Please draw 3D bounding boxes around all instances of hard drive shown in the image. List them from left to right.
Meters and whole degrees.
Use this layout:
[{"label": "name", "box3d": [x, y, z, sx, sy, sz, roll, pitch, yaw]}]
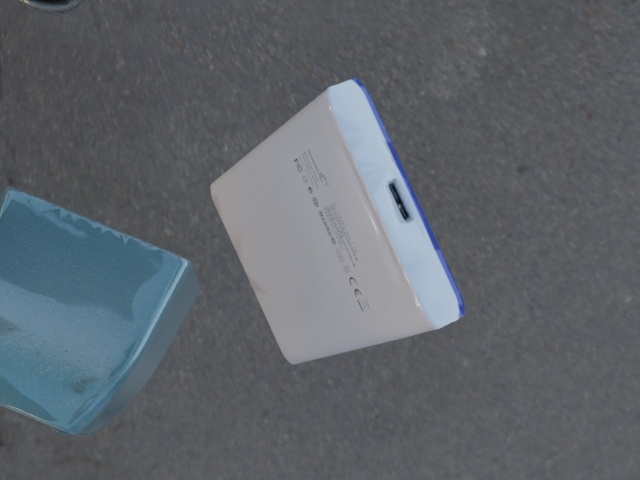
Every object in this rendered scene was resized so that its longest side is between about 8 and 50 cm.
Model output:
[{"label": "hard drive", "box3d": [0.000, 0.000, 1.001, 0.040, 0.319, 0.210, -24, 89, -25]}]

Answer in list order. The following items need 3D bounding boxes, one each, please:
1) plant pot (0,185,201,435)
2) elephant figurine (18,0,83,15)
[{"label": "plant pot", "box3d": [-0.321, 0.112, 1.395, 0.248, 0.247, 0.252, 22, 78, 1]}, {"label": "elephant figurine", "box3d": [-0.326, -0.326, 1.183, 0.186, 0.169, 0.239, 35, 132, -15]}]
